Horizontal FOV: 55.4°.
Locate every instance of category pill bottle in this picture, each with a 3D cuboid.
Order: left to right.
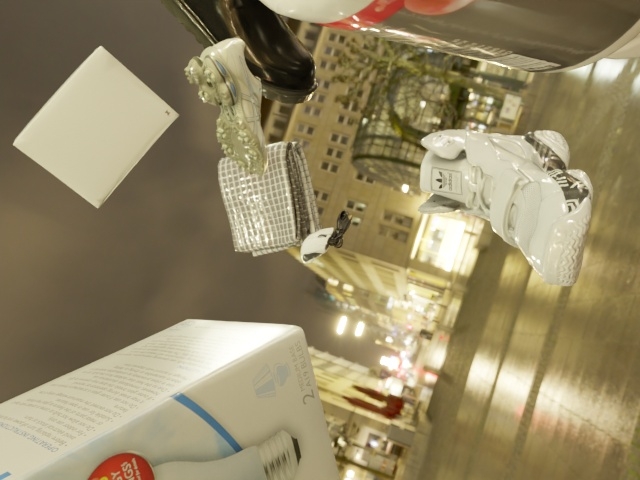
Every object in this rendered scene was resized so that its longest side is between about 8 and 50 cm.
[{"bbox_3d":[0.119,-0.203,0.383,0.319,0.176,0.176,-2,-64,-36],"label":"pill bottle"}]

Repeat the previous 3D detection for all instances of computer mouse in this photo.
[{"bbox_3d":[0.000,0.000,1.395,0.193,0.042,0.106,-35,26,51],"label":"computer mouse"}]

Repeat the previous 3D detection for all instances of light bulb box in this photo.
[{"bbox_3d":[-0.174,0.312,0.643,0.361,0.225,0.357,-23,-78,-46],"label":"light bulb box"}]

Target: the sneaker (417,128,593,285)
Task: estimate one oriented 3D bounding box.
[{"bbox_3d":[0.239,-0.057,0.841,0.365,0.210,0.137,-66,-23,-59],"label":"sneaker"}]

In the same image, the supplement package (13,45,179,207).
[{"bbox_3d":[-0.471,-0.240,1.284,0.262,0.204,0.145,-50,27,-5],"label":"supplement package"}]

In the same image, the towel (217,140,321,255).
[{"bbox_3d":[-0.142,-0.106,1.632,0.121,0.235,0.283,-13,-89,-63],"label":"towel"}]

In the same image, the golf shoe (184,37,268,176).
[{"bbox_3d":[-0.090,-0.161,0.743,0.086,0.069,0.176,-51,-38,-31],"label":"golf shoe"}]

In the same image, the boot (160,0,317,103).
[{"bbox_3d":[-0.102,-0.400,0.944,0.260,0.348,0.131,-45,6,48],"label":"boot"}]
